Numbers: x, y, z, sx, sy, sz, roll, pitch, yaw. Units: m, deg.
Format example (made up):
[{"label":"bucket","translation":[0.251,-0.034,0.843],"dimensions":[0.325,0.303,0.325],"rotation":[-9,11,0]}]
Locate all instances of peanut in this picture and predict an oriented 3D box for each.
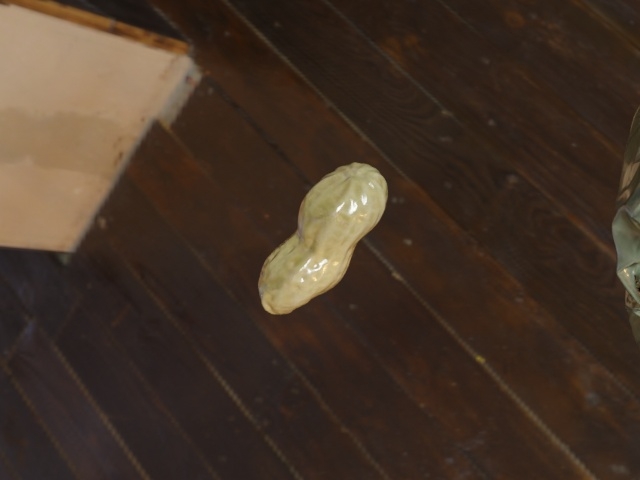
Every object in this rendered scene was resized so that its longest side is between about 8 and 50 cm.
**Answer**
[{"label":"peanut","translation":[0.000,0.000,1.223],"dimensions":[0.082,0.082,0.187],"rotation":[43,108,31]}]

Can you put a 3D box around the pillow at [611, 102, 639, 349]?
[{"label":"pillow","translation":[0.323,-0.005,0.946],"dimensions":[0.138,0.310,0.283],"rotation":[-3,128,27]}]
